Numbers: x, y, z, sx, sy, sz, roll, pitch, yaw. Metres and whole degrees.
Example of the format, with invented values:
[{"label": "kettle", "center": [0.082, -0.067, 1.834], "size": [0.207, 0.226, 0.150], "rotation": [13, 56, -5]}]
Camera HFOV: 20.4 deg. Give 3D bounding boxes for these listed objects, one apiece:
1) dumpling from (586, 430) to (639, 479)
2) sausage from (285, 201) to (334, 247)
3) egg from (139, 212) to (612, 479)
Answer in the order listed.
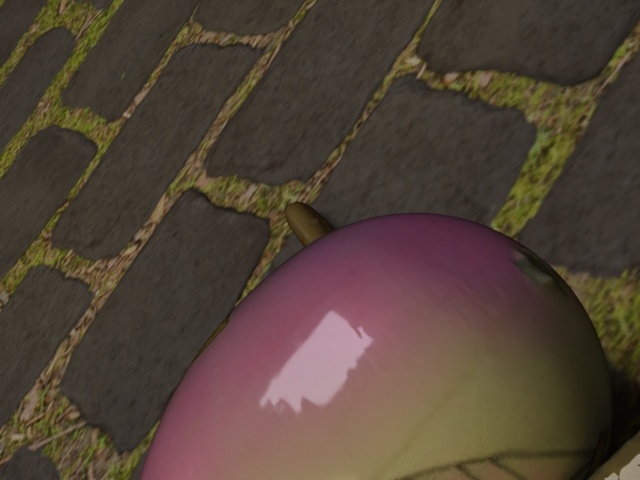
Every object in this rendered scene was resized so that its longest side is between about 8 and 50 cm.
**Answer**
[{"label": "dumpling", "center": [0.094, 0.204, 0.713], "size": [0.332, 0.086, 0.166], "rotation": [-45, 39, 16]}, {"label": "sausage", "center": [0.000, 0.000, 1.214], "size": [0.024, 0.024, 0.132], "rotation": [-51, 24, 6]}, {"label": "egg", "center": [0.016, 0.111, 0.842], "size": [0.271, 0.196, 0.196], "rotation": [-51, 25, 6]}]
